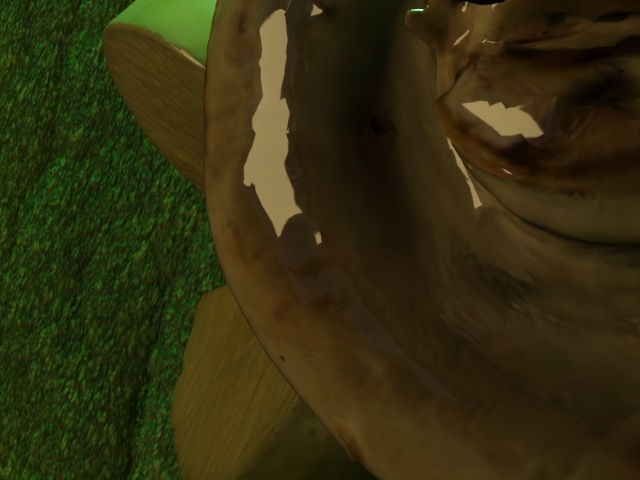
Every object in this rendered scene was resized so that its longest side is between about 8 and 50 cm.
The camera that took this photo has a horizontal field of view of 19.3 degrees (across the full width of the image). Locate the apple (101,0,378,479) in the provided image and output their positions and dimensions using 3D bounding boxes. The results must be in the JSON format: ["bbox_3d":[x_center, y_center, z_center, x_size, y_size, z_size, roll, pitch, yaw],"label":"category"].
[{"bbox_3d":[0.018,-0.010,1.024,0.258,0.233,0.295,128,130,-77],"label":"apple"}]

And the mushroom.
[{"bbox_3d":[0.123,-0.052,0.752,0.294,0.362,0.362,45,-130,-75],"label":"mushroom"}]
